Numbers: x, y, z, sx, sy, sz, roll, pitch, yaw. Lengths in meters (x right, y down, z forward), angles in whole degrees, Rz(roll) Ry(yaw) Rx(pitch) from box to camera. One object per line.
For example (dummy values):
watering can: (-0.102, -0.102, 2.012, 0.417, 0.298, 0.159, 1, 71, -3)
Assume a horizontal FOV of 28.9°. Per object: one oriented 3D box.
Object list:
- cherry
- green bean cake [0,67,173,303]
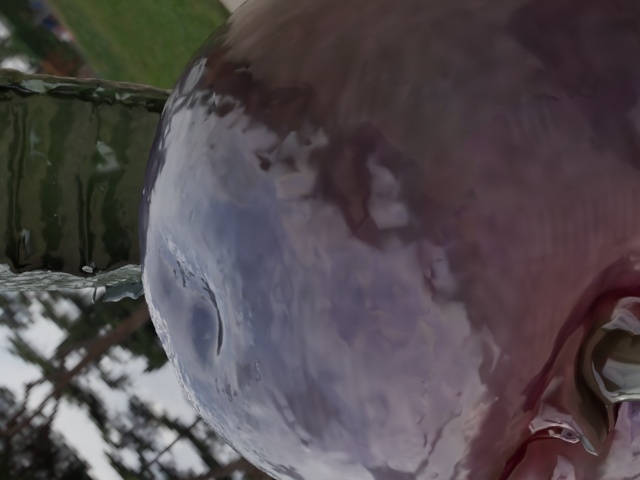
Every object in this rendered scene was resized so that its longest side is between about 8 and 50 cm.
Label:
cherry: (0.048, -0.008, 0.404, 0.213, 0.183, 0.266, 1, -157, -27)
green bean cake: (-0.161, -0.026, 0.695, 0.222, 0.125, 0.227, 3, 177, -44)
